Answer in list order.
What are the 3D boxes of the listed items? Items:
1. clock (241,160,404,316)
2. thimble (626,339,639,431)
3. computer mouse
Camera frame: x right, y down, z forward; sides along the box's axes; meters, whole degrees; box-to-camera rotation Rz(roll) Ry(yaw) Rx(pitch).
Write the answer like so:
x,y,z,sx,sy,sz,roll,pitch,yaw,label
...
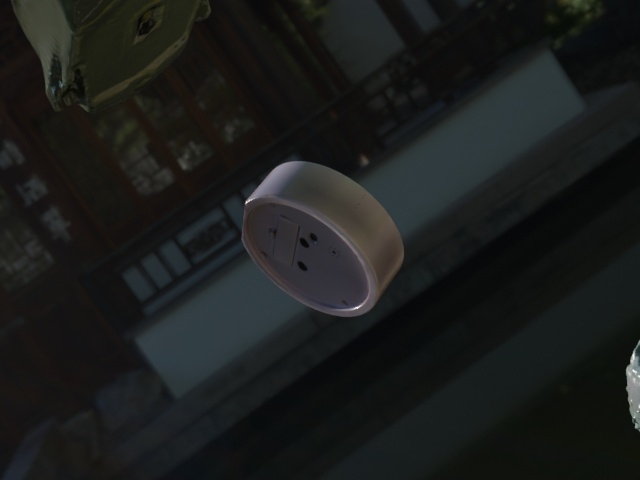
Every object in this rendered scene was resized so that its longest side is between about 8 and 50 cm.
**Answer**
x,y,z,sx,sy,sz,roll,pitch,yaw,label
0.000,0.000,1.478,0.068,0.197,0.197,-52,13,-31,clock
0.541,0.205,1.680,0.250,0.172,0.205,-7,21,28,thimble
-0.223,-0.286,1.310,0.228,0.145,0.429,-36,-7,-22,computer mouse
